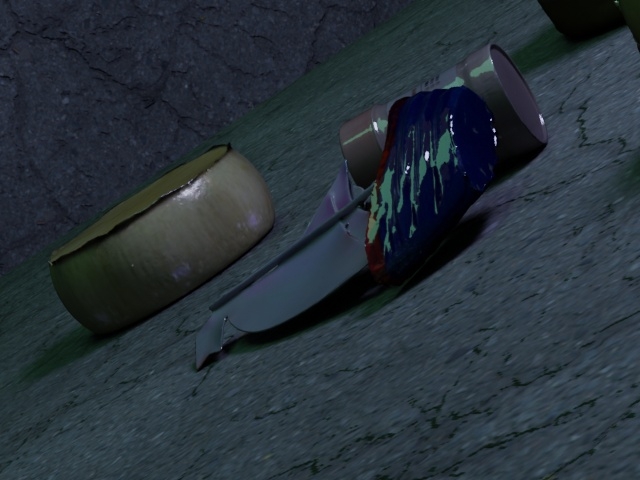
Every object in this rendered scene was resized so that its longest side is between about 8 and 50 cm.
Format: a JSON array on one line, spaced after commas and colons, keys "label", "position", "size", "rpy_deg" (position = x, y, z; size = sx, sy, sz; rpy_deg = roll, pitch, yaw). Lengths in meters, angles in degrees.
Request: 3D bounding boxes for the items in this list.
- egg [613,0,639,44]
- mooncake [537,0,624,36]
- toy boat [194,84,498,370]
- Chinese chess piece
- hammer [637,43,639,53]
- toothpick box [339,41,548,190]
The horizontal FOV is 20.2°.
[{"label": "egg", "position": [0.283, -0.178, 1.189], "size": [0.164, 0.164, 0.201], "rpy_deg": [-34, 12, -11]}, {"label": "mooncake", "position": [0.366, -0.389, 1.924], "size": [0.378, 0.201, 0.378], "rpy_deg": [-31, 8, 5]}, {"label": "toy boat", "position": [0.012, 0.003, 1.382], "size": [0.318, 0.072, 0.219], "rpy_deg": [-43, 22, 7]}, {"label": "Chinese chess piece", "position": [-0.173, -0.002, 1.956], "size": [0.257, 0.104, 0.257], "rpy_deg": [-31, 8, 5]}, {"label": "hammer", "position": [0.343, -0.216, 1.631], "size": [0.058, 0.029, 0.292], "rpy_deg": [-25, 9, 28]}, {"label": "toothpick box", "position": [0.103, -0.089, 1.505], "size": [0.149, 0.098, 0.098], "rpy_deg": [-28, 10, 20]}]
